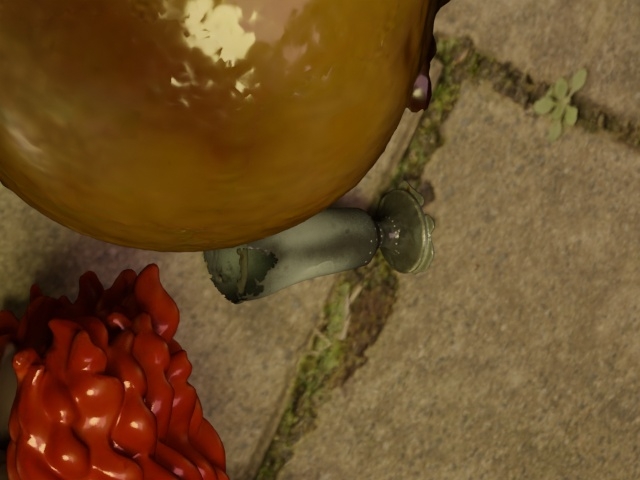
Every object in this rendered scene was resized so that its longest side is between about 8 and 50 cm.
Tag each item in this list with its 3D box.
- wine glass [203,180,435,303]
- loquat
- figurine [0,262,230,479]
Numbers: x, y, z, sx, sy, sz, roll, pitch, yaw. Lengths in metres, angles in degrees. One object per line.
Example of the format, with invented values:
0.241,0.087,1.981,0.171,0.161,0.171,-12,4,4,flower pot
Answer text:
0.000,0.000,1.128,0.155,0.072,0.072,-7,115,-31,wine glass
-0.095,-0.156,0.851,0.359,0.328,0.329,8,110,-2,loquat
-0.229,0.145,0.932,0.411,0.241,0.306,13,74,-21,figurine
